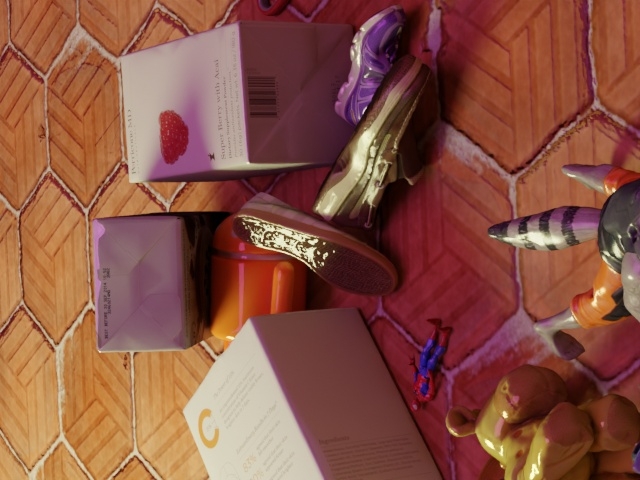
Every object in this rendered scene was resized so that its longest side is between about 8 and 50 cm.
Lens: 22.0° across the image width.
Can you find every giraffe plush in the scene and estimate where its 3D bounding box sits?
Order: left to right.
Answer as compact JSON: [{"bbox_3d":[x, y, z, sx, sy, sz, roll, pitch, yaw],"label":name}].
[{"bbox_3d":[0.228,0.203,1.679,0.210,0.181,0.170,-51,38,21],"label":"giraffe plush"}]

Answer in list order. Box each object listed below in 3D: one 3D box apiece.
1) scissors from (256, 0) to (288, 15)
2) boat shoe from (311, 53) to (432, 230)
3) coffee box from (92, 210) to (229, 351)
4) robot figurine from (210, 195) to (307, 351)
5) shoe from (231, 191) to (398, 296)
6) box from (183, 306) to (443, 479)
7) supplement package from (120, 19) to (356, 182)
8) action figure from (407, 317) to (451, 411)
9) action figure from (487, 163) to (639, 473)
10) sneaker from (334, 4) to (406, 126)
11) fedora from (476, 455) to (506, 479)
[{"bbox_3d":[-0.019,-0.414,2.096,0.297,0.021,0.109,-52,50,41],"label":"scissors"},{"bbox_3d":[0.082,-0.108,1.924,0.257,0.095,0.095,-58,6,46],"label":"boat shoe"},{"bbox_3d":[-0.201,0.047,2.147,0.297,0.119,0.168,-21,-70,-82],"label":"coffee box"},{"bbox_3d":[-0.081,0.054,2.117,0.128,0.158,0.219,3,97,11],"label":"robot figurine"},{"bbox_3d":[0.000,0.000,2.003,0.219,0.058,0.076,24,134,12],"label":"shoe"},{"bbox_3d":[0.000,0.283,1.986,0.215,0.168,0.345,-54,52,41],"label":"box"},{"bbox_3d":[-0.107,-0.170,2.096,0.293,0.175,0.177,-6,89,54],"label":"supplement package"},{"bbox_3d":[0.124,0.149,1.928,0.038,0.030,0.115,32,120,43],"label":"action figure"},{"bbox_3d":[0.284,0.035,1.505,0.341,0.179,0.330,-66,14,-16],"label":"action figure"},{"bbox_3d":[0.076,-0.203,1.956,0.071,0.068,0.170,39,133,28],"label":"sneaker"},{"bbox_3d":[0.205,0.323,1.782,0.194,0.079,0.194,7,98,54],"label":"fedora"}]
